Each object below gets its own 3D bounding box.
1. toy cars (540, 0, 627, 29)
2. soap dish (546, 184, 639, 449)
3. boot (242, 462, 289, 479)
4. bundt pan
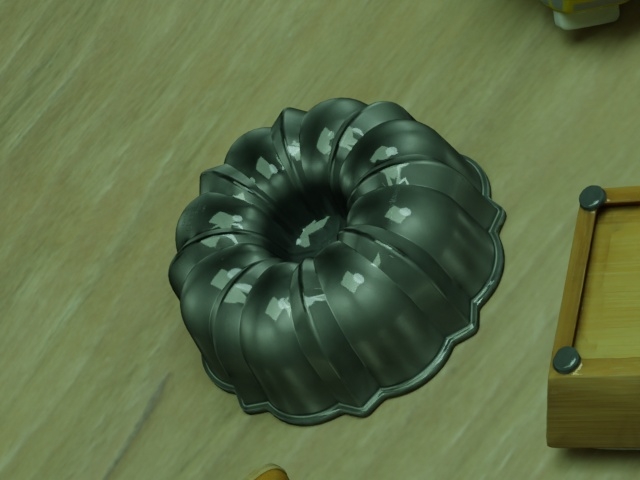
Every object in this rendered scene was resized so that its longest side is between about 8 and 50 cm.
[{"bbox_3d":[0.341,-0.243,1.830,0.393,0.087,0.176,4,23,31],"label":"toy cars"},{"bbox_3d":[0.327,0.055,1.600,0.290,0.118,0.229,-4,56,30],"label":"soap dish"},{"bbox_3d":[-0.024,0.344,1.616,0.211,0.104,0.295,15,71,32],"label":"boot"},{"bbox_3d":[0.000,0.000,1.831,0.330,0.124,0.331,-15,51,20],"label":"bundt pan"}]
